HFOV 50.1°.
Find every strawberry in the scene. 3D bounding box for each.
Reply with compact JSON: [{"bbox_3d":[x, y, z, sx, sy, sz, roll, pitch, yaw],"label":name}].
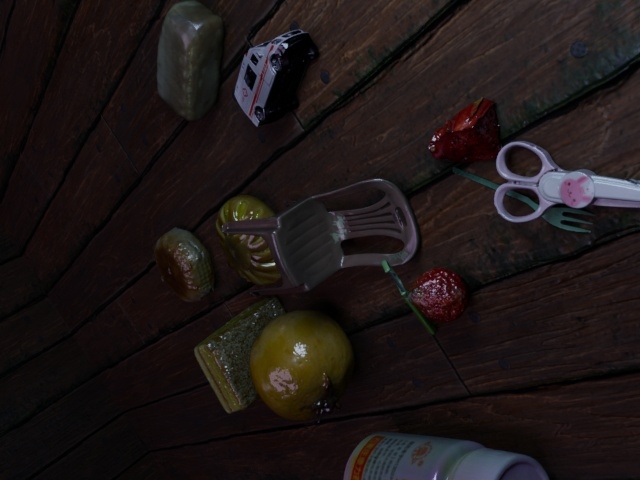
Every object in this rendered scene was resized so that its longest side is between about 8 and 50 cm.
[{"bbox_3d":[0.203,0.097,1.188,0.106,0.106,0.106,28,135,32],"label":"strawberry"}]

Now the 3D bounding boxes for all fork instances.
[{"bbox_3d":[0.293,-0.063,1.031,0.235,0.021,0.039,27,131,33],"label":"fork"}]

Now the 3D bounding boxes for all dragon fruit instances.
[{"bbox_3d":[0.202,-0.153,1.030,0.131,0.063,0.097,-1,115,49],"label":"dragon fruit"}]

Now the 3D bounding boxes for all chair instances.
[{"bbox_3d":[0.000,0.000,1.275,0.326,0.183,0.175,-4,114,51],"label":"chair"}]

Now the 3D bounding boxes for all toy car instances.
[{"bbox_3d":[-0.086,-0.305,1.222,0.108,0.089,0.209,52,147,15],"label":"toy car"}]

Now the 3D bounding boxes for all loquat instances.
[{"bbox_3d":[-0.036,0.275,1.488,0.244,0.244,0.244,28,135,32],"label":"loquat"}]

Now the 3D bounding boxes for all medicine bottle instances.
[{"bbox_3d":[0.241,0.501,1.349,0.388,0.219,0.219,-12,107,51],"label":"medicine bottle"}]

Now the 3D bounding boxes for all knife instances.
[{"bbox_3d":[0.161,0.104,1.250,0.212,0.015,0.054,51,-172,-35],"label":"knife"}]

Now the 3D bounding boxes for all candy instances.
[{"bbox_3d":[-0.259,-0.357,1.364,0.104,0.102,0.234,39,141,22],"label":"candy"}]

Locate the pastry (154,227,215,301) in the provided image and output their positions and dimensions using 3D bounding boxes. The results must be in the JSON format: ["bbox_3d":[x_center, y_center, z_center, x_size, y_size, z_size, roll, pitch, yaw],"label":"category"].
[{"bbox_3d":[-0.362,0.066,1.805,0.182,0.093,0.192,19,130,43],"label":"pastry"}]

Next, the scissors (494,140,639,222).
[{"bbox_3d":[0.353,-0.070,0.940,0.242,0.030,0.118,13,109,39],"label":"scissors"}]

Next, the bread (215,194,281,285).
[{"bbox_3d":[-0.153,0.005,1.519,0.213,0.105,0.213,25,131,32],"label":"bread"}]

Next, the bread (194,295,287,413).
[{"bbox_3d":[-0.163,0.266,1.613,0.110,0.234,0.184,-20,101,51],"label":"bread"}]
